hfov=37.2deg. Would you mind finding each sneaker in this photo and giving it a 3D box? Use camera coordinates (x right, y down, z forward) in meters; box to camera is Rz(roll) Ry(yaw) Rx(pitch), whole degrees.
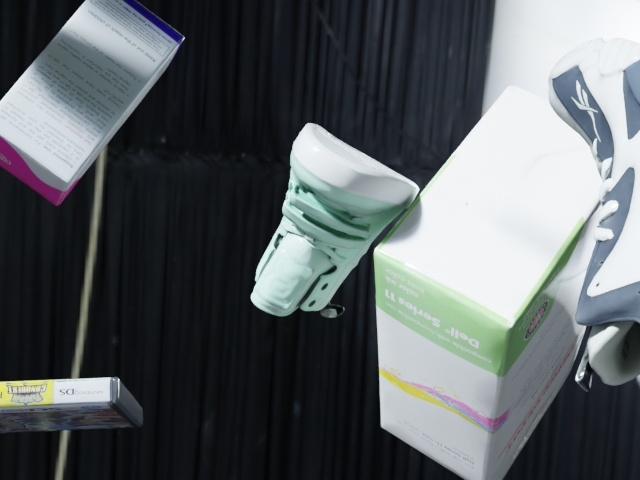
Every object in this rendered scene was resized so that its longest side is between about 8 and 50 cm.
[{"bbox_3d":[0.000,0.000,0.752,0.094,0.151,0.256,33,1,8],"label":"sneaker"},{"bbox_3d":[0.161,-0.003,0.487,0.094,0.153,0.235,34,9,-44],"label":"sneaker"}]

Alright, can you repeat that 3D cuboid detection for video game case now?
[{"bbox_3d":[-0.378,0.226,1.275,0.248,0.035,0.275,-2,-18,-5],"label":"video game case"}]

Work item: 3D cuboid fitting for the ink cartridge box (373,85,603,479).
[{"bbox_3d":[0.149,0.071,0.827,0.119,0.353,0.207,28,60,23],"label":"ink cartridge box"}]

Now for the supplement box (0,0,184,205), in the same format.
[{"bbox_3d":[-0.268,-0.164,1.070,0.114,0.220,0.111,36,-23,-12],"label":"supplement box"}]
